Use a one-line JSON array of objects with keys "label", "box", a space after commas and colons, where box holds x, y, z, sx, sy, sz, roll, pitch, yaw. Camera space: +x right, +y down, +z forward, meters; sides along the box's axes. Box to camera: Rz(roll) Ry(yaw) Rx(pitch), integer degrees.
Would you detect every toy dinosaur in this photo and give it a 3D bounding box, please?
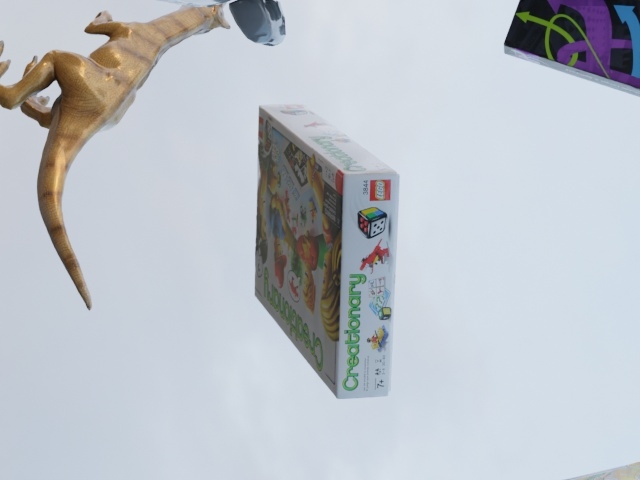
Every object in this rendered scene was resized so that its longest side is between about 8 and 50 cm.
[{"label": "toy dinosaur", "box": [-0.120, -0.070, 0.933, 0.112, 0.211, 0.064, 9, -40, 28]}]

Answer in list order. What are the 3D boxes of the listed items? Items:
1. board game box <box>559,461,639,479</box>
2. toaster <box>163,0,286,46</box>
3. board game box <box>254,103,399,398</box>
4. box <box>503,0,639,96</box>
[{"label": "board game box", "box": [0.183, 0.179, 1.131, 0.201, 0.136, 0.035, -45, 120, -80]}, {"label": "toaster", "box": [-0.027, -0.168, 0.481, 0.129, 0.146, 0.227, -10, 77, -78]}, {"label": "board game box", "box": [0.000, 0.000, 1.646, 0.305, 0.053, 0.193, -136, -134, -69]}, {"label": "box", "box": [0.221, -0.161, 1.276, 0.029, 0.162, 0.116, 53, 56, -81]}]
